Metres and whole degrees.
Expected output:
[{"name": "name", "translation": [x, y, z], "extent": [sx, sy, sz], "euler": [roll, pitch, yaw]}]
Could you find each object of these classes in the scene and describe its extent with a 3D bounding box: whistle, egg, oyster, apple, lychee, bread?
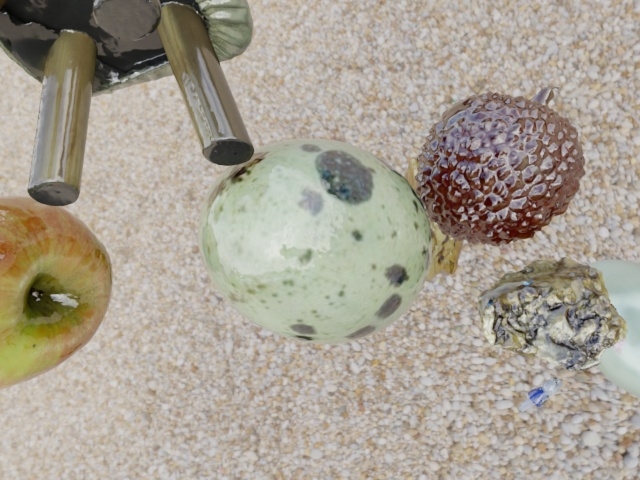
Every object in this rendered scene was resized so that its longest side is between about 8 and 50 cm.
[{"name": "whistle", "translation": [0.360, 0.253, 0.960], "extent": [0.083, 0.033, 0.029], "euler": [-45, 35, 20]}, {"name": "egg", "translation": [0.000, 0.000, 0.827], "extent": [0.287, 0.379, 0.288], "euler": [-8, 74, 27]}, {"name": "oyster", "translation": [0.349, 0.092, 0.892], "extent": [0.214, 0.083, 0.223], "euler": [9, 42, 9]}, {"name": "egg", "translation": [0.632, 0.169, 1.167], "extent": [0.230, 0.230, 0.371], "euler": [-47, 25, 13]}, {"name": "apple", "translation": [-0.478, 0.070, 0.859], "extent": [0.250, 0.309, 0.278], "euler": [8, 95, 31]}, {"name": "lychee", "translation": [0.300, -0.129, 0.983], "extent": [0.264, 0.264, 0.300], "euler": [37, 91, 34]}, {"name": "bread", "translation": [0.310, -0.054, 1.614], "extent": [0.167, 0.325, 0.278], "euler": [0, 52, -9]}]

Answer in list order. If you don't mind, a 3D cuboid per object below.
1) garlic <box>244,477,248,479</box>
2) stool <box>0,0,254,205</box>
[{"name": "garlic", "translation": [-0.119, 0.772, 1.565], "extent": [0.292, 0.210, 0.237], "euler": [61, 148, 2]}, {"name": "stool", "translation": [-0.242, -0.210, 0.631], "extent": [0.310, 0.310, 0.226], "euler": [-11, 65, 9]}]
